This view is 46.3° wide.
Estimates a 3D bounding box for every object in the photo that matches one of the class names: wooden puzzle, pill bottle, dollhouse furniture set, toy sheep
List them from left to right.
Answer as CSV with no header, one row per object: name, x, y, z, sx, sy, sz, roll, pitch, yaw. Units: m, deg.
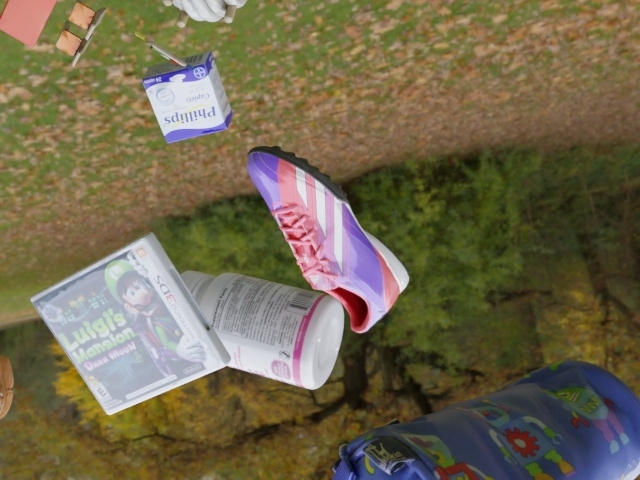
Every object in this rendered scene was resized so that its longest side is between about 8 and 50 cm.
dollhouse furniture set,-0.565,-0.502,1.497,0.262,0.135,0.259,28,127,-21
wooden puzzle,-0.264,-0.317,1.273,0.116,0.014,0.078,30,-175,-19
toy sheep,-0.126,-0.278,0.813,0.132,0.091,0.091,3,-178,17
pill bottle,-0.116,0.145,1.290,0.283,0.160,0.160,12,-174,19

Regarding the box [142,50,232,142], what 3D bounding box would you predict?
box,-0.249,-0.270,1.417,0.126,0.137,0.072,-12,-147,9

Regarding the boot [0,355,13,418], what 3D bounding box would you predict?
boot,-0.456,0.241,0.975,0.073,0.197,0.152,12,174,2

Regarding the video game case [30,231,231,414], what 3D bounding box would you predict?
video game case,-0.222,0.102,0.867,0.191,0.173,0.022,-25,-169,25

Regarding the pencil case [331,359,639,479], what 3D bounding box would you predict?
pencil case,0.132,0.171,0.562,0.306,0.133,0.119,-6,131,-46

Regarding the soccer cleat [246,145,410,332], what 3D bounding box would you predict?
soccer cleat,0.000,0.000,1.056,0.109,0.318,0.116,0,-130,55
